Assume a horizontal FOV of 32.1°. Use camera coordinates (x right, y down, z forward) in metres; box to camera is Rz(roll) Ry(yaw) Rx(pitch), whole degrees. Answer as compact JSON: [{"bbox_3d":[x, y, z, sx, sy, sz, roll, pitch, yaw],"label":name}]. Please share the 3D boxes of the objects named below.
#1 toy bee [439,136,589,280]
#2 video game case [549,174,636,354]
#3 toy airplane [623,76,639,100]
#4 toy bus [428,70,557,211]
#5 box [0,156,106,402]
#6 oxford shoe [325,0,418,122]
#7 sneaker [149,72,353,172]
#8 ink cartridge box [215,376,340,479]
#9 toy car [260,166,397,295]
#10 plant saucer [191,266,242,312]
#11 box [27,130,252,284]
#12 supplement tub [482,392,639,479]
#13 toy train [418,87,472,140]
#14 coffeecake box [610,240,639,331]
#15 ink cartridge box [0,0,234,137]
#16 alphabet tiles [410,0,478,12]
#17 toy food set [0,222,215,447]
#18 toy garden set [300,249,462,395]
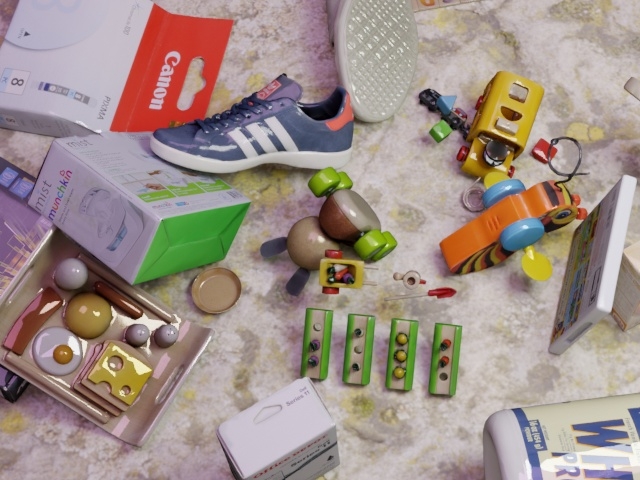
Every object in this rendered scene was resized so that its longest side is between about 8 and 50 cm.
[{"bbox_3d":[0.340,-0.031,1.749,0.162,0.298,0.195,8,73,-41],"label":"toy bee"},{"bbox_3d":[0.415,0.041,1.697,0.026,0.206,0.227,18,65,-1],"label":"video game case"},{"bbox_3d":[0.667,-0.081,1.700,0.384,0.272,0.386,10,43,-33],"label":"toy airplane"},{"bbox_3d":[0.299,-0.180,1.851,0.190,0.104,0.202,-23,81,-13],"label":"toy bus"},{"bbox_3d":[-0.564,0.025,1.798,0.394,0.097,0.318,32,66,7],"label":"box"},{"bbox_3d":[0.073,-0.415,2.004,0.169,0.130,0.450,5,71,-33],"label":"oxford shoe"},{"bbox_3d":[-0.107,-0.201,1.825,0.349,0.148,0.131,-4,29,-25],"label":"sneaker"},{"bbox_3d":[-0.057,0.297,1.594,0.153,0.208,0.087,-29,65,-11],"label":"ink cartridge box"},{"bbox_3d":[0.000,0.000,1.807,0.188,0.149,0.155,-38,78,11],"label":"toy car"},{"bbox_3d":[-0.169,0.083,1.818,0.083,0.015,0.084,-1,62,3],"label":"plant saucer"},{"bbox_3d":[-0.280,-0.063,1.755,0.231,0.262,0.127,34,112,18],"label":"box"},{"bbox_3d":[0.402,0.333,1.532,0.324,0.235,0.236,-7,63,0],"label":"supplement tub"},{"bbox_3d":[0.236,-0.214,1.940,0.036,0.027,0.158,-37,67,-26],"label":"toy train"},{"bbox_3d":[0.520,0.048,1.698,0.142,0.185,0.068,-28,65,-10],"label":"coffeecake box"},{"bbox_3d":[-0.379,-0.325,1.999,0.384,0.091,0.308,9,64,9],"label":"ink cartridge box"},{"bbox_3d":[0.205,-0.519,2.106,0.237,0.009,0.198,-10,63,-2],"label":"alphabet tiles"},{"bbox_3d":[-0.342,0.145,1.700,0.306,0.092,0.220,36,68,-11],"label":"toy food set"},{"bbox_3d":[0.095,0.126,1.706,0.244,0.049,0.204,6,95,7],"label":"toy garden set"}]
